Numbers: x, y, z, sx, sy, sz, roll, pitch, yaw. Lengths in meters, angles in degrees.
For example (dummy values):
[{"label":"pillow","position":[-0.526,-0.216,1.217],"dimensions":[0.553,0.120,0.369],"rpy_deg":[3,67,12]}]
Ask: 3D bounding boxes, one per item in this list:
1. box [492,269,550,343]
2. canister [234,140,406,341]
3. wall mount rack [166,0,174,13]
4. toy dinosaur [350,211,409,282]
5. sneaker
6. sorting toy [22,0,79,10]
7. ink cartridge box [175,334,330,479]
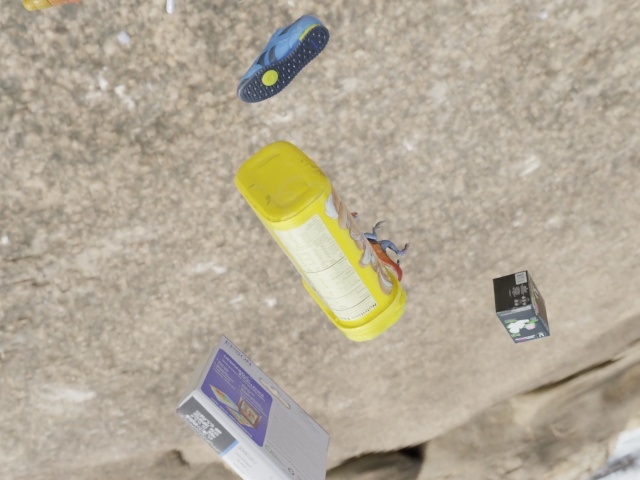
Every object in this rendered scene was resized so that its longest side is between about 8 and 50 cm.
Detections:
[{"label":"box","position":[0.277,0.092,1.200],"dimensions":[0.052,0.062,0.083],"rpy_deg":[-16,136,23]},{"label":"canister","position":[0.000,0.000,0.809],"dimensions":[0.073,0.126,0.170],"rpy_deg":[-38,129,-4]},{"label":"wall mount rack","position":[-0.426,-0.682,1.938],"dimensions":[0.130,0.350,0.304],"rpy_deg":[-47,142,-5]},{"label":"toy dinosaur","position":[0.060,0.001,0.999],"dimensions":[0.082,0.090,0.047],"rpy_deg":[24,108,-10]},{"label":"sneaker","position":[-0.080,-0.339,1.614],"dimensions":[0.209,0.082,0.069],"rpy_deg":[-42,141,-2]},{"label":"sorting toy","position":[-0.531,-0.502,1.617],"dimensions":[0.126,0.365,0.127],"rpy_deg":[-40,133,-8]},{"label":"ink cartridge box","position":[-0.112,0.335,1.570],"dimensions":[0.072,0.303,0.307],"rpy_deg":[-45,-174,7]}]
